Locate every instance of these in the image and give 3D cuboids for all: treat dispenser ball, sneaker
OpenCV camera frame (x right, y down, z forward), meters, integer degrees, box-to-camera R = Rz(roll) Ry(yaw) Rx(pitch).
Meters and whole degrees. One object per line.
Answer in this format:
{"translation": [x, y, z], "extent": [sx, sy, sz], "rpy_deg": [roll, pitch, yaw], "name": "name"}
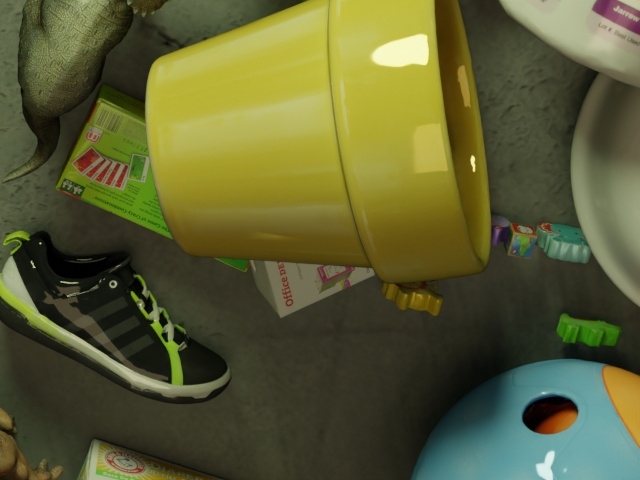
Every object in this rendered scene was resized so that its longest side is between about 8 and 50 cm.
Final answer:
{"translation": [0.216, 0.247, 1.656], "extent": [0.288, 0.288, 0.288], "rpy_deg": [-1, 113, -2], "name": "treat dispenser ball"}
{"translation": [-0.176, 0.064, 1.672], "extent": [0.235, 0.084, 0.097], "rpy_deg": [24, 108, -12], "name": "sneaker"}

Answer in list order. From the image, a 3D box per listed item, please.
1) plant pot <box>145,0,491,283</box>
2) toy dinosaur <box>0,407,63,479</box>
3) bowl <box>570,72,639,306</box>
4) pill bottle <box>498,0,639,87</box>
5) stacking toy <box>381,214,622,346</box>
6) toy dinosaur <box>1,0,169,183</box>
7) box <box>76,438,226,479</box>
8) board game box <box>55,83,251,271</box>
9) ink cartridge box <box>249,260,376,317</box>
{"translation": [-0.002, -0.084, 1.504], "extent": [0.239, 0.254, 0.254], "rpy_deg": [-7, 113, 11], "name": "plant pot"}
{"translation": [-0.324, 0.172, 1.641], "extent": [0.127, 0.296, 0.200], "rpy_deg": [-40, 152, -12], "name": "toy dinosaur"}
{"translation": [0.365, -0.059, 1.575], "extent": [0.298, 0.134, 0.298], "rpy_deg": [0, 94, -5], "name": "bowl"}
{"translation": [0.272, -0.281, 1.459], "extent": [0.169, 0.169, 0.301], "rpy_deg": [23, 110, -12], "name": "pill bottle"}
{"translation": [0.180, -0.004, 1.682], "extent": [0.221, 0.052, 0.167], "rpy_deg": [11, 114, -9], "name": "stacking toy"}
{"translation": [-0.195, -0.175, 1.531], "extent": [0.121, 0.160, 0.313], "rpy_deg": [39, 105, -16], "name": "toy dinosaur"}
{"translation": [-0.137, 0.280, 1.754], "extent": [0.203, 0.103, 0.114], "rpy_deg": [19, 111, -10], "name": "box"}
{"translation": [-0.126, -0.054, 1.647], "extent": [0.181, 0.043, 0.092], "rpy_deg": [24, 110, -12], "name": "board game box"}
{"translation": [0.000, 0.000, 1.642], "extent": [0.122, 0.052, 0.088], "rpy_deg": [-24, 130, -11], "name": "ink cartridge box"}
